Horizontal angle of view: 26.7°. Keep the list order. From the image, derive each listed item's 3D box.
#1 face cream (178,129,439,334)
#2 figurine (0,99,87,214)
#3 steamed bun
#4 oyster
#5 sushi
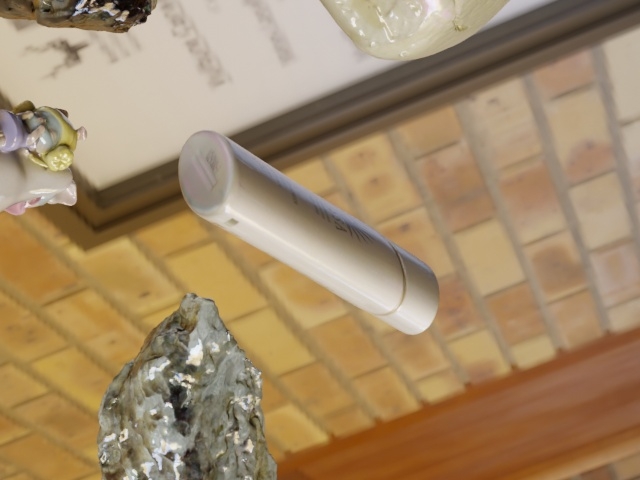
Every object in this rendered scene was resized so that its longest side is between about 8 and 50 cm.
[{"bbox_3d":[0.000,0.000,1.538,0.348,0.081,0.173,31,-166,-30],"label":"face cream"},{"bbox_3d":[-0.349,-0.098,1.599,0.127,0.155,0.235,46,-155,20],"label":"figurine"},{"bbox_3d":[0.092,-0.247,1.071,0.170,0.152,0.239,58,-143,-2],"label":"steamed bun"},{"bbox_3d":[-0.085,0.131,0.879,0.064,0.125,0.177,15,135,54],"label":"oyster"},{"bbox_3d":[-0.354,-0.393,1.858,0.171,0.350,0.211,2,-74,-48],"label":"sushi"}]
